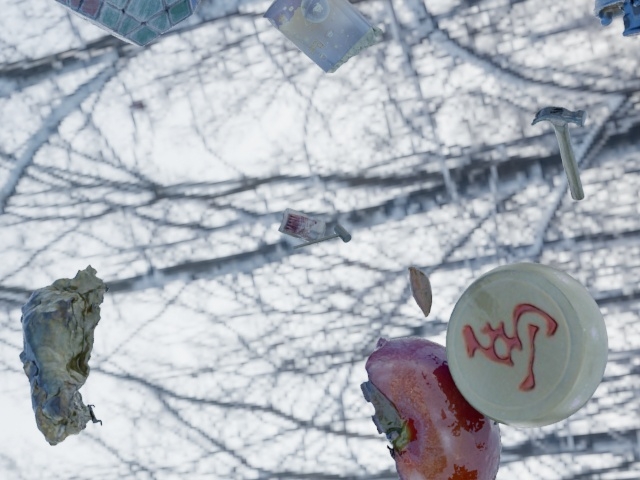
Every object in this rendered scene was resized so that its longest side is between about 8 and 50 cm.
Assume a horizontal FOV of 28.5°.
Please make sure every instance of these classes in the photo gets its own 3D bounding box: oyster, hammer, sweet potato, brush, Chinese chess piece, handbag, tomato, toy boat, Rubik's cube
[{"bbox_3d":[-0.418,0.194,2.037,0.133,0.198,0.337,8,-138,-24],"label":"oyster"},{"bbox_3d":[0.284,-0.098,1.462,0.017,0.062,0.182,-66,-27,-23],"label":"hammer"},{"bbox_3d":[0.158,0.079,1.970,0.034,0.034,0.095,38,-149,-54],"label":"sweet potato"},{"bbox_3d":[-0.027,-0.027,2.918,0.321,0.050,0.060,18,-90,-75],"label":"brush"},{"bbox_3d":[0.329,0.169,2.032,0.102,0.273,0.273,4,-103,-55],"label":"Chinese chess piece"},{"bbox_3d":[0.005,-0.353,2.068,0.173,0.117,0.095,41,-150,-9],"label":"handbag"},{"bbox_3d":[0.221,0.304,2.205,0.335,0.176,0.289,69,-162,6],"label":"tomato"},{"bbox_3d":[0.427,-0.312,1.660,0.223,0.100,0.097,-177,79,-74],"label":"toy boat"},{"bbox_3d":[0.000,0.000,2.260,0.035,0.110,0.019,48,146,43],"label":"hammer"},{"bbox_3d":[-0.369,-0.530,2.429,0.319,0.264,0.319,1,-90,-80],"label":"Rubik's cube"}]
